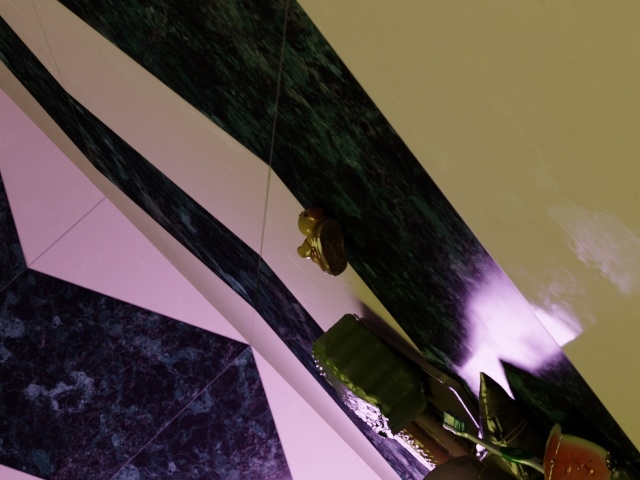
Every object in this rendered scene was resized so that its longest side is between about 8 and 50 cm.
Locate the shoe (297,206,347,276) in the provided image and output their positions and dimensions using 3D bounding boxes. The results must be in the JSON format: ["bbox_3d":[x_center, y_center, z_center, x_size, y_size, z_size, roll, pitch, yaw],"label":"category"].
[{"bbox_3d":[-0.001,0.003,1.917,0.069,0.072,0.109,21,153,52],"label":"shoe"}]

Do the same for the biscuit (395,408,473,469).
[{"bbox_3d":[0.204,0.380,2.396,0.259,0.079,0.259,42,172,7],"label":"biscuit"}]

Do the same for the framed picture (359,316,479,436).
[{"bbox_3d":[0.194,0.261,2.218,0.289,0.020,0.211,32,162,51],"label":"framed picture"}]

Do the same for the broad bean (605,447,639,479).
[{"bbox_3d":[0.440,0.334,1.553,0.227,0.039,0.069,30,160,49],"label":"broad bean"}]

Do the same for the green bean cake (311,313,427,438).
[{"bbox_3d":[0.086,0.243,2.216,0.200,0.113,0.214,41,167,25],"label":"green bean cake"}]

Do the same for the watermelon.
[{"bbox_3d":[0.331,0.295,1.671,0.125,0.094,0.135,36,166,42],"label":"watermelon"}]

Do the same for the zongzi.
[{"bbox_3d":[0.258,0.277,1.904,0.184,0.084,0.187,58,162,-4],"label":"zongzi"}]

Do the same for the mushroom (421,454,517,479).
[{"bbox_3d":[0.289,0.554,2.093,0.353,0.325,0.353,34,176,3],"label":"mushroom"}]

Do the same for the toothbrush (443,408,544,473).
[{"bbox_3d":[0.286,0.312,1.771,0.304,0.030,0.030,25,156,45],"label":"toothbrush"}]
